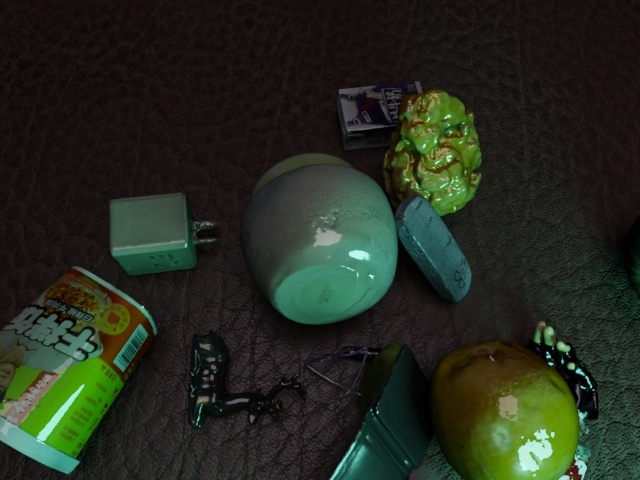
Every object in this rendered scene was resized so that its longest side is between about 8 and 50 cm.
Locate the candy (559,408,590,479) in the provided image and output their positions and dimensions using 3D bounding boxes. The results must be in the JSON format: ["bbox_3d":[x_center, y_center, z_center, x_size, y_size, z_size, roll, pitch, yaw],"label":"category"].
[{"bbox_3d":[0.470,0.475,1.046,0.086,0.059,0.291,20,86,9],"label":"candy"}]

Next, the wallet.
[{"bbox_3d":[0.131,0.390,0.994,0.041,0.247,0.322,9,52,43],"label":"wallet"}]

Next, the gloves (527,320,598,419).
[{"bbox_3d":[0.495,0.273,1.120,0.165,0.124,0.203,-4,74,14],"label":"gloves"}]

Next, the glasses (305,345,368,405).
[{"bbox_3d":[0.047,0.287,1.120,0.140,0.062,0.103,-19,89,12],"label":"glasses"}]

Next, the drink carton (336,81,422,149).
[{"bbox_3d":[0.157,-0.323,1.376,0.223,0.102,0.134,-7,69,-5],"label":"drink carton"}]

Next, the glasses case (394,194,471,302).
[{"bbox_3d":[0.254,0.023,1.177,0.282,0.067,0.109,54,55,-25],"label":"glasses case"}]

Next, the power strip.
[{"bbox_3d":[-0.342,-0.016,1.187,0.225,0.140,0.139,-7,66,-6],"label":"power strip"}]

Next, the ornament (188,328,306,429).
[{"bbox_3d":[-0.149,0.285,1.105,0.237,0.080,0.202,-1,70,-2],"label":"ornament"}]

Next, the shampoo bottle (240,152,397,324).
[{"bbox_3d":[0.000,0.000,1.097,0.323,0.322,0.317,-12,48,-9],"label":"shampoo bottle"}]

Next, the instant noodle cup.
[{"bbox_3d":[-0.493,0.235,1.017,0.294,0.293,0.307,29,60,9],"label":"instant noodle cup"}]

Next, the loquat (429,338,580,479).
[{"bbox_3d":[0.335,0.336,1.007,0.276,0.276,0.283,-1,106,-4],"label":"loquat"}]

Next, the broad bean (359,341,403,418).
[{"bbox_3d":[0.133,0.296,1.089,0.082,0.124,0.174,28,91,-26],"label":"broad bean"}]

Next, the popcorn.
[{"bbox_3d":[0.262,-0.205,1.223,0.225,0.332,0.264,11,49,27],"label":"popcorn"}]

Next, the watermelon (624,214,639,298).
[{"bbox_3d":[0.853,0.038,1.139,0.364,0.363,0.362,1,67,-3],"label":"watermelon"}]

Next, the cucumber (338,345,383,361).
[{"bbox_3d":[0.106,0.249,1.160,0.133,0.032,0.032,7,66,1],"label":"cucumber"}]
